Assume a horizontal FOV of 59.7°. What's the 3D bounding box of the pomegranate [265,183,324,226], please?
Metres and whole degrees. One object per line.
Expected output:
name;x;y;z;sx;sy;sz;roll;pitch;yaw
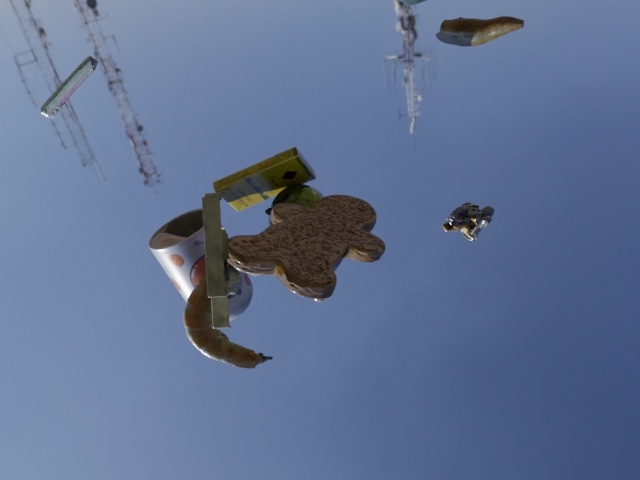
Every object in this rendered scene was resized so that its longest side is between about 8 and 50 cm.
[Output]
pomegranate;-0.039;-0.064;1.688;0.263;0.211;0.211;7;-149;-13

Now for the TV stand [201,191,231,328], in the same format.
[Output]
TV stand;-0.187;0.036;1.013;0.036;0.249;0.042;-4;177;6

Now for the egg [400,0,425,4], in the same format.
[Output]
egg;0.242;-0.705;1.349;0.186;0.253;0.186;11;-159;-4

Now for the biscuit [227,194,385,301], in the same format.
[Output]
biscuit;-0.001;0.001;1.248;0.283;0.064;0.432;22;-149;17

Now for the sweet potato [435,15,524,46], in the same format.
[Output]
sweet potato;0.406;-0.546;1.458;0.243;0.077;0.077;17;-136;41

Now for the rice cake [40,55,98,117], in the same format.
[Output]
rice cake;-0.605;-0.369;1.343;0.207;0.033;0.033;-36;-125;22

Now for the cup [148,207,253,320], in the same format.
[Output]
cup;-0.345;0.087;1.690;0.212;0.317;0.212;-19;-152;11

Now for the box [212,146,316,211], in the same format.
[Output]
box;-0.167;-0.180;1.689;0.278;0.153;0.041;-22;-118;12

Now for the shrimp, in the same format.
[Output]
shrimp;-0.254;0.208;1.433;0.185;0.287;0.068;-21;173;-16

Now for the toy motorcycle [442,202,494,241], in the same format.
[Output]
toy motorcycle;0.469;-0.053;1.782;0.229;0.130;0.094;-3;-134;-44
